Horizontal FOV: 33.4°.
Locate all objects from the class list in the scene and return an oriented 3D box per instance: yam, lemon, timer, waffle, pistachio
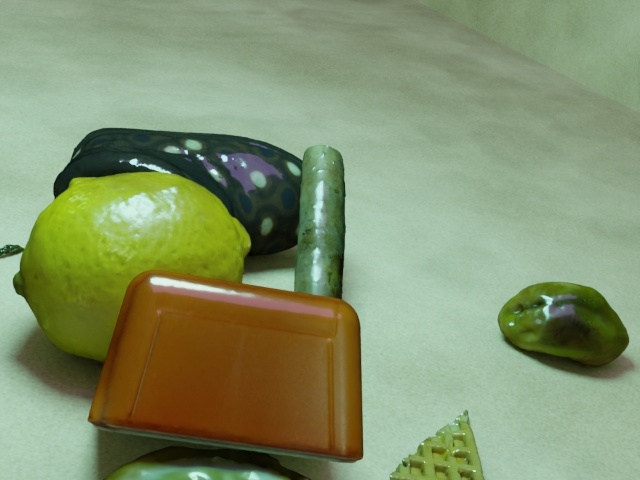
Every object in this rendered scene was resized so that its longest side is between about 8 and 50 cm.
[{"bbox_3d":[0.000,0.000,1.465,0.071,0.067,0.318,13,55,-17],"label":"yam"},{"bbox_3d":[-0.214,0.031,1.252,0.288,0.234,0.233,-14,34,-26],"label":"lemon"},{"bbox_3d":[-0.097,0.147,1.093,0.257,0.161,0.250,9,-20,-9],"label":"timer"},{"bbox_3d":[0.123,0.235,1.222,0.125,0.032,0.191,9,22,-5],"label":"waffle"},{"bbox_3d":[0.349,0.114,1.507,0.189,0.110,0.100,14,-8,4],"label":"pistachio"}]

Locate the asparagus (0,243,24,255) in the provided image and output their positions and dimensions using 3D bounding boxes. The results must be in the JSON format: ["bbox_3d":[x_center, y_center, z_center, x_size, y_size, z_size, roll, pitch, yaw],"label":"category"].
[{"bbox_3d":[-0.454,0.023,1.395,0.016,0.016,0.162,8,17,39],"label":"asparagus"}]

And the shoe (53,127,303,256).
[{"bbox_3d":[-0.179,-0.051,1.512,0.383,0.171,0.237,11,21,-8],"label":"shoe"}]

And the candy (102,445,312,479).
[{"bbox_3d":[-0.087,0.276,0.907,0.259,0.118,0.260,11,20,-4],"label":"candy"}]
